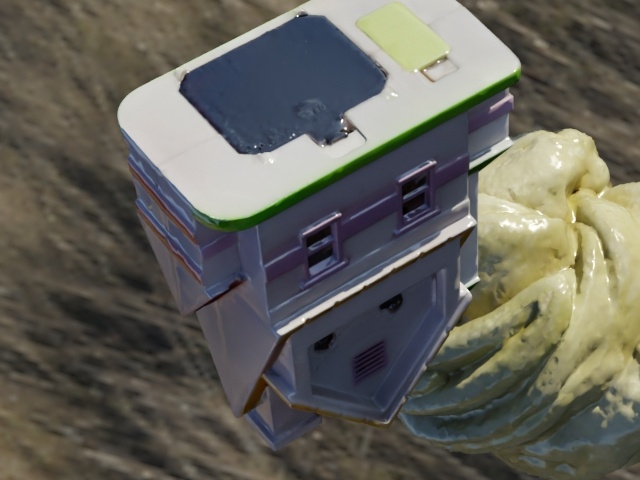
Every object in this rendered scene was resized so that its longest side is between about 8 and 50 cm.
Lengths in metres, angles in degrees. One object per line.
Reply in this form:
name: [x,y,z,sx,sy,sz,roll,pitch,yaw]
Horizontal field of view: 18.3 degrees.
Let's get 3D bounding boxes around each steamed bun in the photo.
steamed bun: [0.200,0.058,1.842,0.372,0.230,0.325,28,94,22]

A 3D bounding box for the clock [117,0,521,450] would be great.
clock: [0.000,0.000,1.353,0.166,0.235,0.309,46,155,36]
